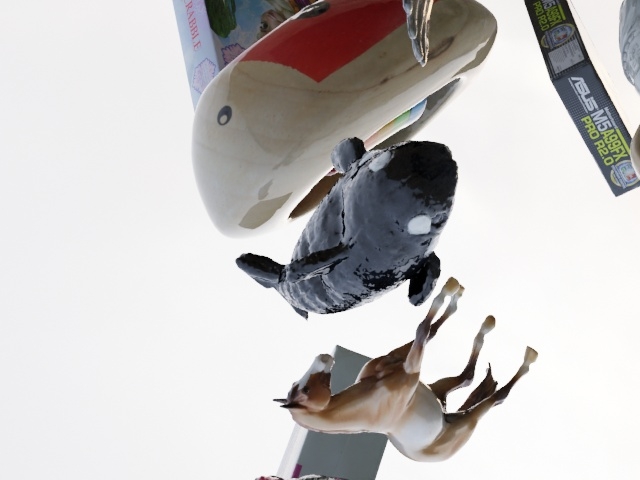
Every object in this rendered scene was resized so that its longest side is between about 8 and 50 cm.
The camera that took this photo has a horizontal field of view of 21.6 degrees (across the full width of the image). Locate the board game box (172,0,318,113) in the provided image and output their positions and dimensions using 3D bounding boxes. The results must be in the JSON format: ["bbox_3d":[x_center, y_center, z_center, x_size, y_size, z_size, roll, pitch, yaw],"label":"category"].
[{"bbox_3d":[-0.059,-0.279,2.307,0.318,0.066,0.318,14,-129,-41],"label":"board game box"}]

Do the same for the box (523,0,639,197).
[{"bbox_3d":[0.360,-0.218,2.286,0.216,0.060,0.270,55,-164,-31],"label":"box"}]

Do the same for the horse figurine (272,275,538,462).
[{"bbox_3d":[0.091,0.127,1.443,0.066,0.174,0.263,39,180,36],"label":"horse figurine"}]

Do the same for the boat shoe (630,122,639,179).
[{"bbox_3d":[0.369,-0.147,1.216,0.121,0.341,0.110,46,-177,33],"label":"boat shoe"}]

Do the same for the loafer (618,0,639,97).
[{"bbox_3d":[0.339,-0.127,0.992,0.112,0.319,0.111,69,-163,-44],"label":"loafer"}]

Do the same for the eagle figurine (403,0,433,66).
[{"bbox_3d":[0.075,-0.296,1.102,0.298,0.225,0.226,54,179,1],"label":"eagle figurine"}]

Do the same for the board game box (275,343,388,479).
[{"bbox_3d":[0.004,0.275,1.972,0.097,0.224,0.303,21,160,0],"label":"board game box"}]

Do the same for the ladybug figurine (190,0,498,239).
[{"bbox_3d":[0.020,-0.166,1.849,0.162,0.305,0.449,50,-132,7],"label":"ladybug figurine"}]

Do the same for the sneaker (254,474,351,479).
[{"bbox_3d":[0.032,0.325,1.668,0.299,0.112,0.121,52,-144,-53],"label":"sneaker"}]

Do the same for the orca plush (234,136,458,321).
[{"bbox_3d":[0.000,0.000,1.398,0.102,0.287,0.151,-18,-89,-36],"label":"orca plush"}]
